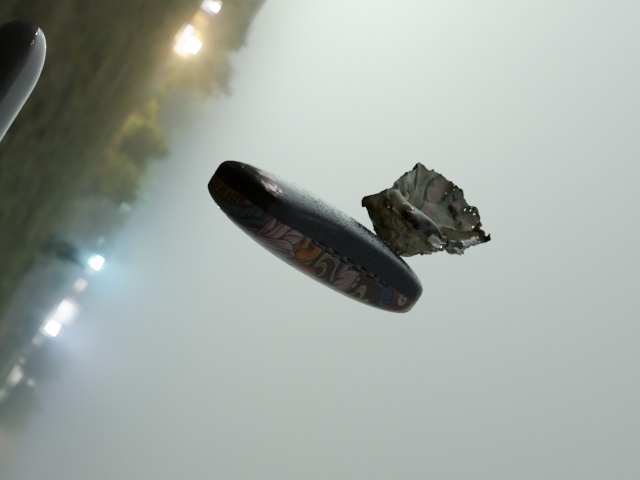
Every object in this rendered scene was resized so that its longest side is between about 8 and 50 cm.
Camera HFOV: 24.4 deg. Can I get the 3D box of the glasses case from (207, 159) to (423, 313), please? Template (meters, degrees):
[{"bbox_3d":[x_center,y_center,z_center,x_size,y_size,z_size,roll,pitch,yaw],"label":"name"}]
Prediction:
[{"bbox_3d":[0.000,0.000,1.630,0.122,0.321,0.082,34,-88,42],"label":"glasses case"}]

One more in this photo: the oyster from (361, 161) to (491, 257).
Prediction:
[{"bbox_3d":[0.131,-0.024,1.822,0.072,0.133,0.209,-35,178,28],"label":"oyster"}]

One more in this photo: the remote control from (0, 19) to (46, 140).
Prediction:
[{"bbox_3d":[-0.488,-0.171,2.042,0.221,0.103,0.332,-10,-134,50],"label":"remote control"}]
